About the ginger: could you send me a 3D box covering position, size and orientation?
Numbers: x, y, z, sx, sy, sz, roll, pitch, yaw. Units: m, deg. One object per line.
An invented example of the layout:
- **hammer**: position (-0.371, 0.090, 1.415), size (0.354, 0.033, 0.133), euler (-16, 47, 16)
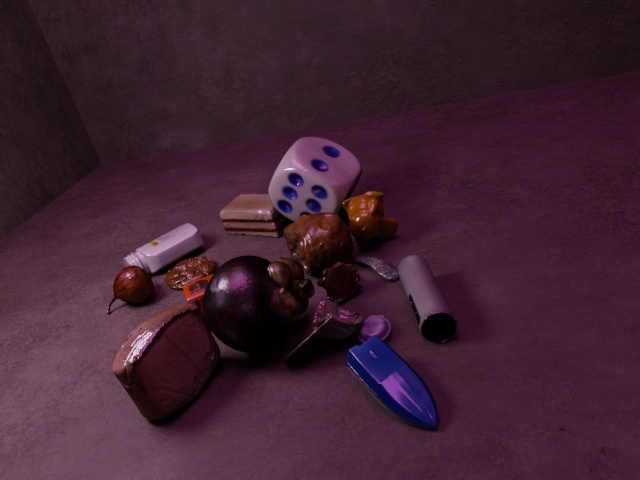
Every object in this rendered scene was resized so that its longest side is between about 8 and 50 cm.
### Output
- **ginger**: position (-0.001, -0.004, 2.043), size (0.222, 0.201, 0.269), euler (-24, 29, -12)

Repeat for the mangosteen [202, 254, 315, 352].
- **mangosteen**: position (-0.200, 0.183, 1.678), size (0.329, 0.330, 0.330), euler (-12, 28, 6)

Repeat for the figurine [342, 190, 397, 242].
- **figurine**: position (0.180, -0.087, 2.121), size (0.215, 0.215, 0.228), euler (-21, 40, -11)

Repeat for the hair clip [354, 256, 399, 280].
- **hair clip**: position (0.195, 0.090, 1.950), size (0.066, 0.036, 0.229), euler (-23, 28, -28)

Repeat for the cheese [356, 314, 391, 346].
- **cheese**: position (0.152, 0.281, 1.613), size (0.105, 0.042, 0.191), euler (-6, 30, 19)

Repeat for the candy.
- **candy**: position (-0.281, -0.117, 2.467), size (0.320, 0.135, 0.179), euler (5, 32, 33)

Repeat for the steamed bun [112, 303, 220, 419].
- **steamed bun**: position (-0.460, 0.343, 1.613), size (0.199, 0.252, 0.301), euler (-9, 27, 41)

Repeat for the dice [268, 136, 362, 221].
- **dice**: position (-0.020, -0.246, 2.319), size (0.304, 0.277, 0.304), euler (30, 42, 4)

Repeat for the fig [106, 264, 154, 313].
- **fig**: position (-0.740, 0.177, 2.146), size (0.201, 0.148, 0.149), euler (-20, 2, 27)

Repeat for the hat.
- **hat**: position (0.006, 0.284, 1.654), size (0.245, 0.149, 0.214), euler (-55, 10, 5)

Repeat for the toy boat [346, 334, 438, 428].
- **toy boat**: position (0.193, 0.371, 1.395), size (0.129, 0.088, 0.295), euler (-26, 41, -21)

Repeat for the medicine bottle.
- **medicine bottle**: position (-0.680, 0.047, 2.378), size (0.324, 0.124, 0.179), euler (-31, 27, -30)

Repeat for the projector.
- **projector**: position (0.317, 0.168, 1.671), size (0.108, 0.108, 0.338), euler (-14, 27, 3)

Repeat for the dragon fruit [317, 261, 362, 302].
- **dragon fruit**: position (0.070, 0.142, 1.851), size (0.142, 0.139, 0.175), euler (30, 4, 4)

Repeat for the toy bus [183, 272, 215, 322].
- **toy bus**: position (-0.302, 0.173, 1.922), size (0.328, 0.153, 0.143), euler (-20, 29, -13)

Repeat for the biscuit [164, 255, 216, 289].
- **biscuit**: position (-0.531, 0.126, 2.242), size (0.225, 0.042, 0.226), euler (-13, 27, 7)

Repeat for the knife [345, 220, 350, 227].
- **knife**: position (0.070, -0.031, 2.250), size (0.296, 0.026, 0.044), euler (-32, 35, -34)
